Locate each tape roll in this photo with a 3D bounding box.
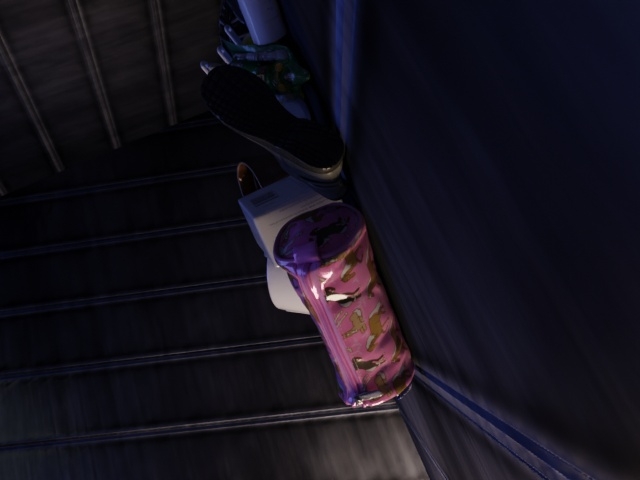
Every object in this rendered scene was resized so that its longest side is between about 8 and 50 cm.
[{"bbox_3d":[-0.040,0.052,1.429,0.286,0.100,0.285,5,-90,-72],"label":"tape roll"}]

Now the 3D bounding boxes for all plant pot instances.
[{"bbox_3d":[-0.097,-0.143,1.336,0.167,0.165,0.166,49,153,35],"label":"plant pot"}]

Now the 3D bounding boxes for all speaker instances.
[{"bbox_3d":[-0.094,-0.352,0.766,0.055,0.055,0.136,-115,2,-47],"label":"speaker"}]

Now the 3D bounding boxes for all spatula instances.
[{"bbox_3d":[-0.118,-0.272,1.010,0.242,0.019,0.168,48,-136,-33],"label":"spatula"}]

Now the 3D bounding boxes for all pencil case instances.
[{"bbox_3d":[0.048,0.120,0.930,0.167,0.160,0.385,49,164,57],"label":"pencil case"}]

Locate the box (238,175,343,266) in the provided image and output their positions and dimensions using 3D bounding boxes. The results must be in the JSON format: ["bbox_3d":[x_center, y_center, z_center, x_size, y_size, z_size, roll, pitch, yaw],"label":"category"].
[{"bbox_3d":[-0.057,-0.055,1.131,0.118,0.182,0.181,68,169,-22],"label":"box"}]

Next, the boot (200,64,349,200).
[{"bbox_3d":[-0.066,-0.148,0.810,0.247,0.083,0.161,36,170,10],"label":"boot"}]

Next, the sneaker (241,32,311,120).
[{"bbox_3d":[-0.068,-0.261,0.975,0.126,0.091,0.239,-81,-23,-70],"label":"sneaker"}]

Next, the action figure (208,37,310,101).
[{"bbox_3d":[-0.094,-0.253,0.833,0.232,0.064,0.137,15,125,49],"label":"action figure"}]

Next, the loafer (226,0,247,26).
[{"bbox_3d":[-0.145,-0.437,0.877,0.223,0.076,0.078,63,170,14],"label":"loafer"}]

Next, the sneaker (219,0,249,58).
[{"bbox_3d":[-0.133,-0.372,1.093,0.108,0.101,0.271,-103,-6,-48],"label":"sneaker"}]
